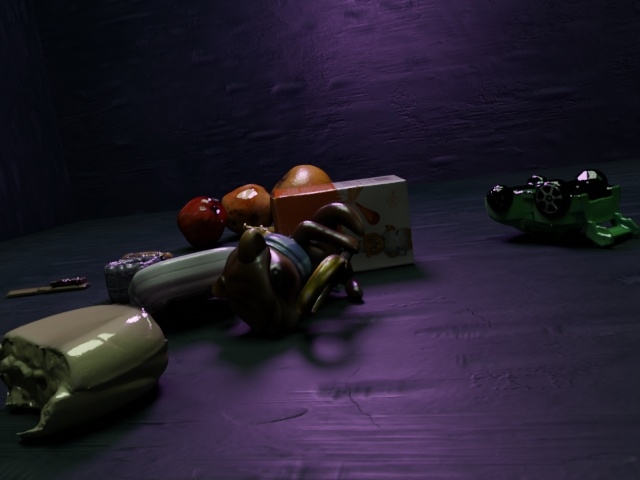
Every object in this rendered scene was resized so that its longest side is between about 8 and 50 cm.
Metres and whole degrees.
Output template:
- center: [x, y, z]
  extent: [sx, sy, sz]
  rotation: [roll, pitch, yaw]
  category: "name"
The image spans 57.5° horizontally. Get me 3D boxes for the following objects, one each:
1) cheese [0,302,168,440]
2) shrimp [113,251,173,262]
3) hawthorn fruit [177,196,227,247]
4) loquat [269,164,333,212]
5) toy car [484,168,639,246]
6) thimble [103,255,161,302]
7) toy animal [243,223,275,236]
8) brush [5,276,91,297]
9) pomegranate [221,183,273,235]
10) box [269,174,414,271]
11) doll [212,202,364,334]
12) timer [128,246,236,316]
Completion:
- center: [-0.365, 0.183, 0.876]
  extent: [0.266, 0.127, 0.233]
  rotation: [-1, 15, 46]
  category: "cheese"
- center: [-0.582, 0.065, 1.932]
  extent: [0.169, 0.058, 0.296]
  rotation: [-6, 6, -3]
  category: "shrimp"
- center: [-0.426, -0.077, 2.168]
  extent: [0.185, 0.185, 0.202]
  rotation: [-19, -14, -48]
  category: "hawthorn fruit"
- center: [-0.069, -0.153, 2.199]
  extent: [0.263, 0.263, 0.263]
  rotation: [-8, 10, 1]
  category: "loquat"
- center: [0.613, -0.082, 1.519]
  extent: [0.213, 0.176, 0.358]
  rotation: [-14, 8, -36]
  category: "toy car"
- center: [-0.485, 0.098, 1.525]
  extent: [0.150, 0.098, 0.150]
  rotation: [-8, 9, 1]
  category: "thimble"
- center: [-0.181, -0.018, 2.078]
  extent: [0.136, 0.073, 0.181]
  rotation: [5, 2, 22]
  category: "toy animal"
- center: [-0.812, 0.138, 1.735]
  extent: [0.248, 0.036, 0.043]
  rotation: [-7, 6, 6]
  category: "brush"
- center: [-0.288, -0.124, 2.305]
  extent: [0.215, 0.215, 0.215]
  rotation: [-8, 10, 1]
  category: "pomegranate"
- center: [0.051, -0.034, 1.494]
  extent: [0.341, 0.225, 0.143]
  rotation: [-8, 11, -2]
  category: "box"
- center: [-0.042, 0.068, 1.168]
  extent: [0.318, 0.209, 0.340]
  rotation: [-41, -14, 35]
  category: "doll"
- center: [-0.289, 0.093, 1.271]
  extent: [0.237, 0.087, 0.262]
  rotation: [-16, -10, -26]
  category: "timer"
